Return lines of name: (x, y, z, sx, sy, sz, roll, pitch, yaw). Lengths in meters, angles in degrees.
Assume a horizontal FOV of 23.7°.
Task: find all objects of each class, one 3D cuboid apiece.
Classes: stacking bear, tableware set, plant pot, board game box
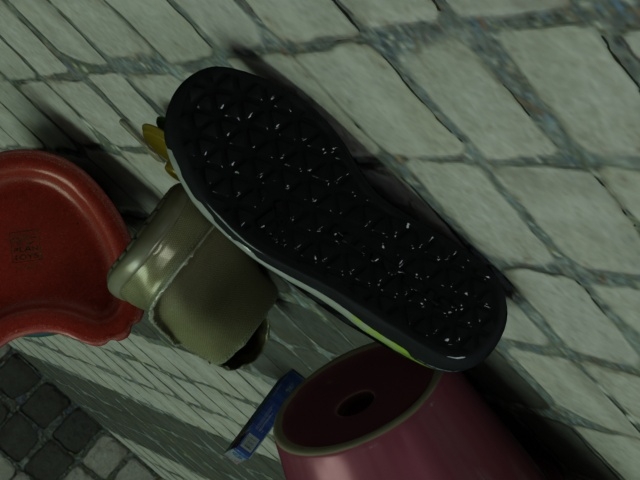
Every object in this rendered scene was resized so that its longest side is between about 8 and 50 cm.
stacking bear: (-0.243, 0.013, 1.324, 0.289, 0.175, 0.164, 156, 106, -84)
tableware set: (-0.057, -0.043, 0.987, 0.154, 0.024, 0.104, 19, 159, 47)
plant pot: (0.063, 0.175, 1.045, 0.201, 0.201, 0.180, 13, 134, 58)
board game box: (-0.053, 0.168, 1.437, 0.020, 0.090, 0.090, 37, 164, 0)

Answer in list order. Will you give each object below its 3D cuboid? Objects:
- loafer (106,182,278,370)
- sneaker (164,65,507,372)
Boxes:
loafer: (-0.082, 0.034, 1.131, 0.092, 0.102, 0.268, 34, 173, 12)
sneaker: (0.000, 0.000, 0.858, 0.235, 0.084, 0.097, 42, 165, -11)
